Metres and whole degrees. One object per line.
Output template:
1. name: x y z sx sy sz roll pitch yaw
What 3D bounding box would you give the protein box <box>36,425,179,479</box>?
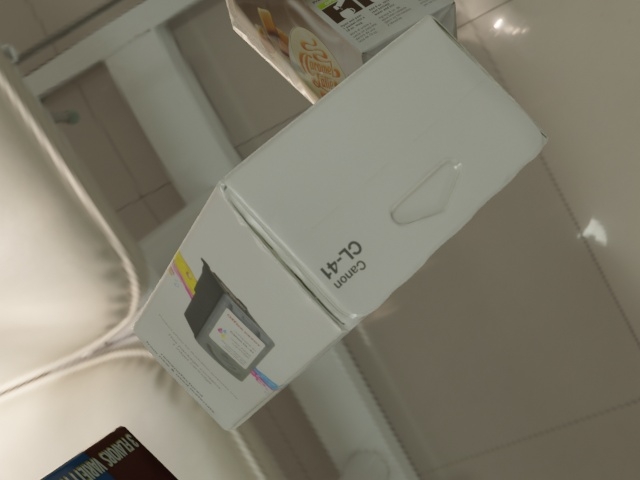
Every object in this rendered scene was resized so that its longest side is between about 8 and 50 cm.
1. protein box: -0.086 0.218 0.405 0.201 0.136 0.200 44 100 4

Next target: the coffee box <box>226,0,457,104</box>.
1. coffee box: 0.011 -0.200 1.006 0.246 0.098 0.141 47 161 34

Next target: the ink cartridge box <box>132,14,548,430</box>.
1. ink cartridge box: 0.000 0.000 0.855 0.131 0.226 0.306 46 151 3
